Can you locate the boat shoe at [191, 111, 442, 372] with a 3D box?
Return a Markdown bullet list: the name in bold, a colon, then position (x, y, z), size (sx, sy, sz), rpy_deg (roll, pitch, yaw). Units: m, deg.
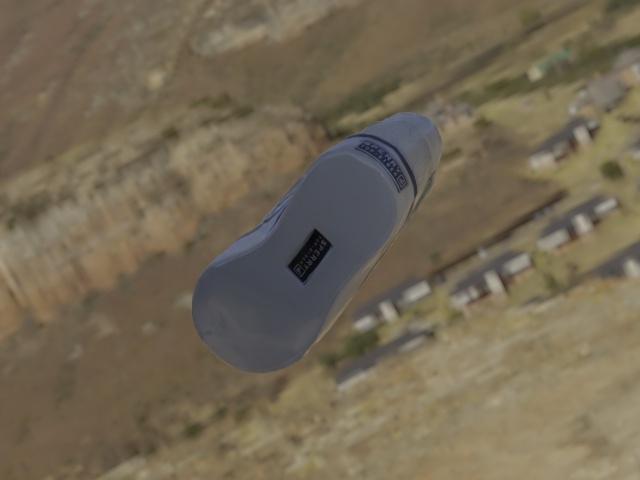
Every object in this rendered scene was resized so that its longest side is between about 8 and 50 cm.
- **boat shoe**: position (0.000, 0.000, 0.438), size (0.035, 0.035, 0.100), rpy_deg (-41, -8, -42)
